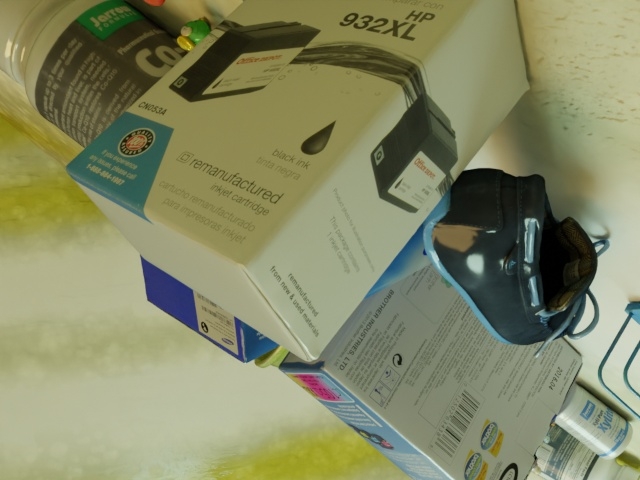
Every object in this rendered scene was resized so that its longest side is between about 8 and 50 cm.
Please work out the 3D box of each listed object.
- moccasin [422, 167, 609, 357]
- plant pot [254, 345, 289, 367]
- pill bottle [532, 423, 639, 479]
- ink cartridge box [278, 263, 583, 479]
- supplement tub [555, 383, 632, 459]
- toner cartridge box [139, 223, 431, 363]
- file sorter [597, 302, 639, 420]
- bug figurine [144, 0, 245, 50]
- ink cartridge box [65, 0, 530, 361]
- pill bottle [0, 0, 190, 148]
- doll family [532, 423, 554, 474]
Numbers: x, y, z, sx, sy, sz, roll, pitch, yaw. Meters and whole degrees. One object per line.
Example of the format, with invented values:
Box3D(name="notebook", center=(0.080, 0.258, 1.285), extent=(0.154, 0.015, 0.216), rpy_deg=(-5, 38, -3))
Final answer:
Box3D(name="moccasin", center=(0.212, 0.036, 0.645), extent=(0.117, 0.138, 0.342), rpy_deg=(-7, 161, 32))
Box3D(name="plant pot", center=(0.062, 0.149, 1.137), extent=(0.254, 0.276, 0.276), rpy_deg=(30, 164, -10))
Box3D(name="pill bottle", center=(0.461, 0.400, 1.175), extent=(0.180, 0.108, 0.108), rpy_deg=(26, 159, 34))
Box3D(name="ink cartridge box", center=(0.182, 0.191, 0.918), extent=(0.395, 0.270, 0.151), rpy_deg=(42, 157, -12))
Box3D(name="supplement tub", center=(0.417, 0.279, 1.021), extent=(0.107, 0.071, 0.071), rpy_deg=(37, 162, 3))
Box3D(name="toner cartridge box", center=(0.000, 0.000, 0.715), extent=(0.165, 0.348, 0.075), rpy_deg=(24, 125, 40))
Box3D(name="file sorter", center=(0.387, 0.133, 0.662), extent=(0.118, 0.104, 0.170), rpy_deg=(41, 163, -7))
Box3D(name="bug figurine", center=(-0.117, -0.252, 0.745), extent=(0.279, 0.072, 0.216), rpy_deg=(25, 158, 35))
Box3D(name="ink cartridge box", center=(-0.011, -0.094, 0.541), extent=(0.223, 0.307, 0.129), rpy_deg=(24, 155, 38))
Box3D(name="pill bottle", center=(-0.276, -0.213, 0.935), extent=(0.361, 0.204, 0.204), rpy_deg=(37, 162, 2))
Box3D(name="doll family", center=(0.321, 0.261, 1.131), extent=(0.263, 0.118, 0.163), rpy_deg=(55, -178, 34))
